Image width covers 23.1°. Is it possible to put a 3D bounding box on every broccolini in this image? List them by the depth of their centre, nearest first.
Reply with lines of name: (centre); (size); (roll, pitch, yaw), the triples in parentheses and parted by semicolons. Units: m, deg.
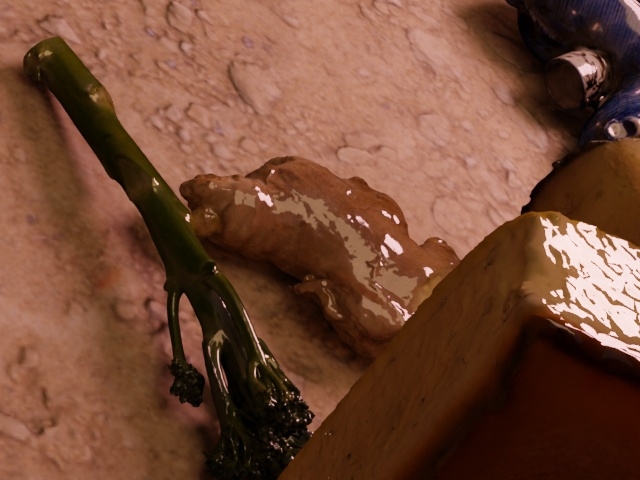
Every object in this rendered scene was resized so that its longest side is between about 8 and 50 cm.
broccolini: (-0.115, 0.015, 1.039); (0.074, 0.078, 0.392); (-14, 54, -35)

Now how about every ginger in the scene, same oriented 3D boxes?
ginger: (0.002, -0.002, 1.132); (0.213, 0.074, 0.137); (30, 38, -3)

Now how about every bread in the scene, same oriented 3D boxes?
bread: (0.148, 0.163, 0.874); (0.324, 0.333, 0.143); (19, 38, -23)

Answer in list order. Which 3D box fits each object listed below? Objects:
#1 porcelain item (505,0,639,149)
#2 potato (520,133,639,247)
porcelain item: (0.279, -0.161, 1.491); (0.186, 0.138, 0.288); (-24, 73, -31)
potato: (0.269, 0.069, 1.167); (0.229, 0.229, 0.266); (14, 47, -30)
